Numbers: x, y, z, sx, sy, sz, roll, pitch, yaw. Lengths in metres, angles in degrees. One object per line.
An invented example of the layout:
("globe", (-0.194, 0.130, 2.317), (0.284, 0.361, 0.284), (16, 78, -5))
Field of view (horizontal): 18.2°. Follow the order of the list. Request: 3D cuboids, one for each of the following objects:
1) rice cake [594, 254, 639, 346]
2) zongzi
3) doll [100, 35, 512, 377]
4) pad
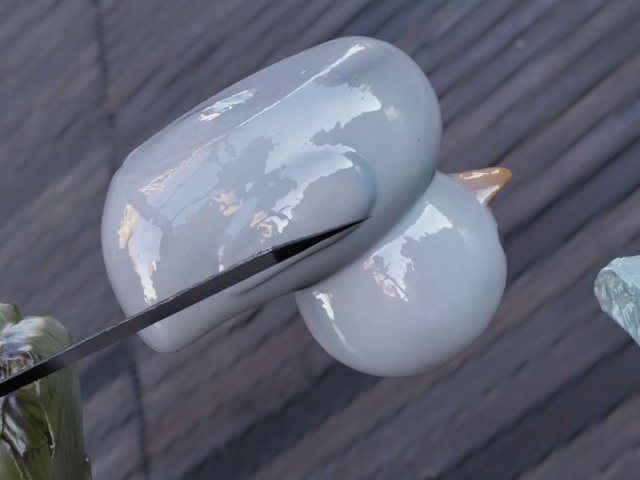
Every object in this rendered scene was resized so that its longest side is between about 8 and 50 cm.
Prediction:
("rice cake", (0.250, 0.090, 1.196), (0.245, 0.045, 0.042), (50, 134, 39))
("zongzi", (-0.167, 0.218, 1.371), (0.274, 0.300, 0.145), (-66, -12, 20))
("doll", (0.000, 0.000, 1.204), (0.251, 0.221, 0.221), (-29, 28, -12))
("pad", (-0.087, 0.039, 0.857), (0.211, 0.003, 0.143), (-26, -3, 19))
